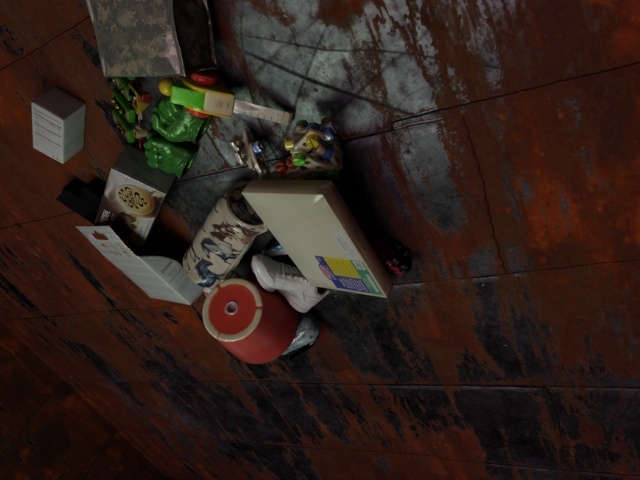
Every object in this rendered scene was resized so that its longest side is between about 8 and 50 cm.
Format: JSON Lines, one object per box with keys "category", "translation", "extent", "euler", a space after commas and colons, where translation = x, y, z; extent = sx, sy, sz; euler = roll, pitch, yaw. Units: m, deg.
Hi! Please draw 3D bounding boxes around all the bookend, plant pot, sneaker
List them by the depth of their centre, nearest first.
{"category": "sneaker", "translation": [0.121, 0.021, 1.458], "extent": [0.276, 0.097, 0.135], "euler": [38, 132, -13]}
{"category": "sneaker", "translation": [-0.100, 0.024, 1.586], "extent": [0.191, 0.071, 0.083], "euler": [-21, 124, 37]}
{"category": "sneaker", "translation": [-0.089, 0.110, 1.609], "extent": [0.152, 0.114, 0.305], "euler": [-32, 135, 20]}
{"category": "plant pot", "translation": [-0.232, 0.240, 1.638], "extent": [0.275, 0.274, 0.243], "euler": [8, 163, 18]}
{"category": "bookend", "translation": [-0.785, -0.158, 1.731], "extent": [0.157, 0.072, 0.156], "euler": [34, 134, -7]}

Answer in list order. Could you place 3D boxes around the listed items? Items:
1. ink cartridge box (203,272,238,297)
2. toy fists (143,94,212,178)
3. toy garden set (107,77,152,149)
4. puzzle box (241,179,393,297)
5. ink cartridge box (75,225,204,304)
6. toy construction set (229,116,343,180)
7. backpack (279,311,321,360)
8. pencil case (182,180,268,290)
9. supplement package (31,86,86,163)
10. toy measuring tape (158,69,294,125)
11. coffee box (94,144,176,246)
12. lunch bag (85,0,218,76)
{"category": "ink cartridge box", "translation": [-0.350, 0.164, 1.833], "extent": [0.135, 0.056, 0.099], "euler": [3, 131, 23]}
{"category": "toy fists", "translation": [-0.407, -0.291, 1.421], "extent": [0.142, 0.096, 0.279], "euler": [34, 136, -5]}
{"category": "toy garden set", "translation": [-0.517, -0.357, 1.371], "extent": [0.204, 0.049, 0.244], "euler": [49, 141, 25]}
{"category": "puzzle box", "translation": [0.000, 0.000, 1.367], "extent": [0.272, 0.052, 0.409], "euler": [5, 143, 38]}
{"category": "ink cartridge box", "translation": [-0.615, 0.060, 1.763], "extent": [0.308, 0.091, 0.385], "euler": [1, 137, 47]}
{"category": "toy construction set", "translation": [-0.078, -0.203, 1.305], "extent": [0.328, 0.151, 0.215], "euler": [0, 160, 38]}
{"category": "backpack", "translation": [-0.088, 0.318, 1.796], "extent": [0.182, 0.151, 0.115], "euler": [-27, 125, 26]}
{"category": "pencil case", "translation": [-0.276, -0.005, 1.569], "extent": [0.183, 0.160, 0.410], "euler": [48, 134, 5]}
{"category": "supplement package", "translation": [-0.777, -0.341, 1.538], "extent": [0.105, 0.105, 0.179], "euler": [29, 135, -2]}
{"category": "toy measuring tape", "translation": [-0.233, -0.359, 1.296], "extent": [0.330, 0.121, 0.121], "euler": [9, 137, -14]}
{"category": "coffee box", "translation": [-0.577, -0.131, 1.611], "extent": [0.168, 0.118, 0.297], "euler": [27, 137, -16]}
{"category": "lunch bag", "translation": [-0.378, -0.517, 1.143], "extent": [0.236, 0.169, 0.286], "euler": [6, 118, 21]}
